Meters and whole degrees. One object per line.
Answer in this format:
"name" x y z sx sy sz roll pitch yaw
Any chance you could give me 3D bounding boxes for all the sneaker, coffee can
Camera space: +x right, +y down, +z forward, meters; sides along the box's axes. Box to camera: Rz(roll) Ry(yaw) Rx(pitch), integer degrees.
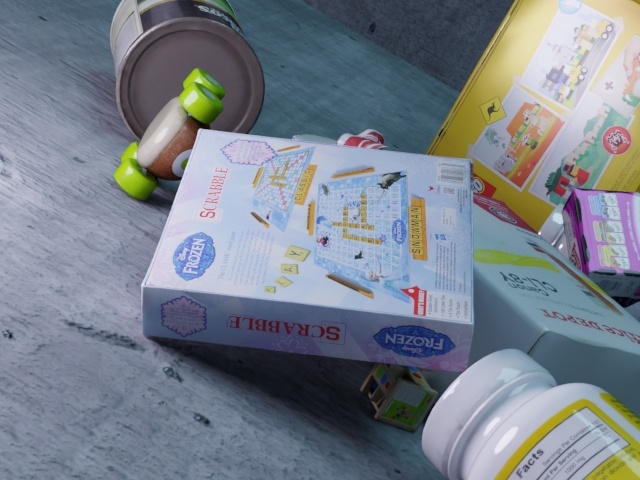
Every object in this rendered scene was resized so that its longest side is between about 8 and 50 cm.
"sneaker" 0.076 -0.128 1.841 0.067 0.042 0.118 26 20 25
"coffee can" -0.199 -0.256 1.858 0.201 0.201 0.275 24 17 -20

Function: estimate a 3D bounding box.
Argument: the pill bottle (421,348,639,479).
"pill bottle" 0.250 0.251 1.155 0.188 0.188 0.334 10 26 -49

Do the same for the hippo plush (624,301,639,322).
"hippo plush" 0.464 0.109 1.838 0.294 0.236 0.234 10 26 -49

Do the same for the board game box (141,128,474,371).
"board game box" 0.000 0.000 1.352 0.318 0.066 0.319 7 33 3

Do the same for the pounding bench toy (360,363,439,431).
"pounding bench toy" 0.090 0.147 1.371 0.052 0.083 0.065 21 19 -26

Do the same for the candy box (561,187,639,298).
"candy box" 0.497 0.008 1.968 0.233 0.071 0.159 4 55 -7

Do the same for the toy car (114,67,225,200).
"toy car" -0.133 -0.091 1.609 0.188 0.155 0.149 39 14 -14

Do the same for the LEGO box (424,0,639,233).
"LEGO box" 0.450 -0.208 2.286 0.372 0.500 0.193 37 19 20

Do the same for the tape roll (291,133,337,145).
"tape roll" 0.074 -0.049 1.841 0.286 0.100 0.286 23 14 -6

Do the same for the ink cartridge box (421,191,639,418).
"ink cartridge box" 0.204 0.084 1.544 0.279 0.160 0.385 15 22 -40

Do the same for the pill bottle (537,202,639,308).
"pill bottle" 0.491 0.077 2.076 0.323 0.181 0.181 33 17 13
